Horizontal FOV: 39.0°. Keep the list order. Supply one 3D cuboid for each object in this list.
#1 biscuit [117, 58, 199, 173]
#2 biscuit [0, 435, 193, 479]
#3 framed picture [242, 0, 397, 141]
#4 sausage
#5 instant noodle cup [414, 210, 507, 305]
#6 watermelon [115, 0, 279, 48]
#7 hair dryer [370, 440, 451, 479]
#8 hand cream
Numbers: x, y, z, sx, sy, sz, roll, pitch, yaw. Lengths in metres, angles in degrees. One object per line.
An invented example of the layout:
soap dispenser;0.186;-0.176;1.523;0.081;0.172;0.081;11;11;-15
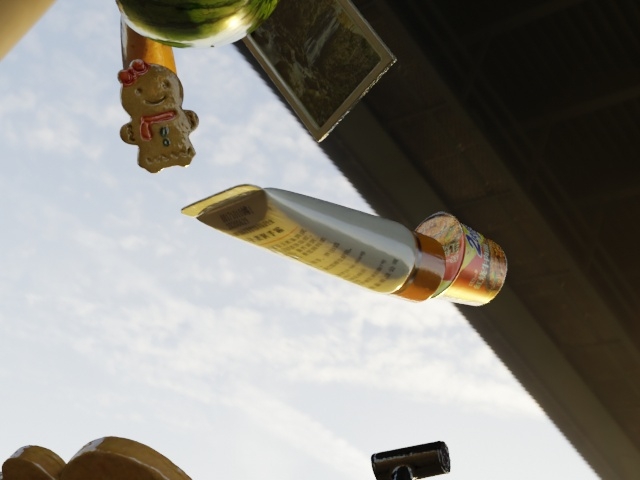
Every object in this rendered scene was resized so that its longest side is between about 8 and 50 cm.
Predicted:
biscuit;-0.321;-0.248;1.783;0.036;0.165;0.226;13;-66;62
biscuit;-0.226;0.289;0.890;0.288;0.044;0.202;-5;-79;22
framed picture;-0.020;-0.390;1.773;0.240;0.020;0.324;-43;-108;31
sausage;-0.367;-0.404;1.920;0.115;0.134;0.354;-7;-37;-9
instant noodle cup;0.326;0.056;2.137;0.174;0.213;0.213;18;-28;-33
watermelon;-0.160;-0.427;1.406;0.189;0.330;0.331;35;-27;34
hair dryer;0.207;0.595;2.200;0.197;0.251;0.089;-17;-71;22
hand cream;0.000;0.000;1.033;0.314;0.089;0.139;18;-21;-37
